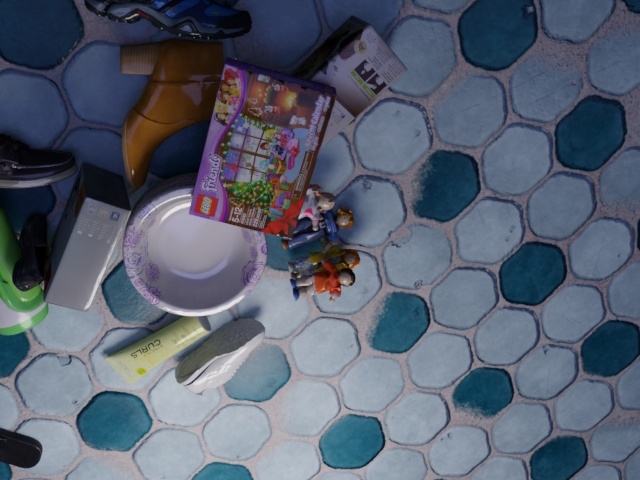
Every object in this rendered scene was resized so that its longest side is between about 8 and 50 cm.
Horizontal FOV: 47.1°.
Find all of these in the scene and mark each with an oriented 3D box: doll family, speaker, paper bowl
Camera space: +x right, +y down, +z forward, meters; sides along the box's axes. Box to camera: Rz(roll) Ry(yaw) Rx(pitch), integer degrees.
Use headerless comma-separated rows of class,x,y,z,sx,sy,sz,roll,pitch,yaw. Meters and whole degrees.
doll family,0.000,0.000,1.585,0.163,0.118,0.262,-14,96,3
speaker,-0.653,0.038,1.463,0.131,0.131,0.296,-17,114,-2
paper bowl,-0.255,0.001,1.505,0.284,0.148,0.284,-3,113,-8

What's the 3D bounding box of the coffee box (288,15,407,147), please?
coffee box,0.003,-0.282,1.419,0.297,0.168,0.119,-42,112,8

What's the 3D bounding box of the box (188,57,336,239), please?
box,-0.108,-0.160,1.331,0.201,0.057,0.293,14,115,-9

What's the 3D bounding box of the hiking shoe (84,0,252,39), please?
hiking shoe,-0.269,-0.447,1.332,0.304,0.113,0.132,8,112,-13

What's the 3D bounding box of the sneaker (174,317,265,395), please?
sneaker,-0.215,0.265,1.669,0.235,0.090,0.095,-34,127,9

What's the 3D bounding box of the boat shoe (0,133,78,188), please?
boat shoe,-0.615,-0.158,1.403,0.285,0.103,0.092,0,118,-4

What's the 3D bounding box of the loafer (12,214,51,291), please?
loafer,-0.559,0.020,1.457,0.061,0.170,0.062,-14,149,15

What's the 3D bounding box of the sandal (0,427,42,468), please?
sandal,-0.761,0.461,1.662,0.255,0.054,0.097,16,109,-16

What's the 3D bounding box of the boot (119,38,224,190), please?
boot,-0.275,-0.238,1.425,0.211,0.104,0.295,0,109,-9

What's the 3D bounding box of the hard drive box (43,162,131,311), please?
hard drive box,-0.461,-0.008,1.443,0.089,0.181,0.232,18,108,-27

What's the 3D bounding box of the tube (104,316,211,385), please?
tube,-0.357,0.238,1.639,0.240,0.062,0.070,-30,74,9
